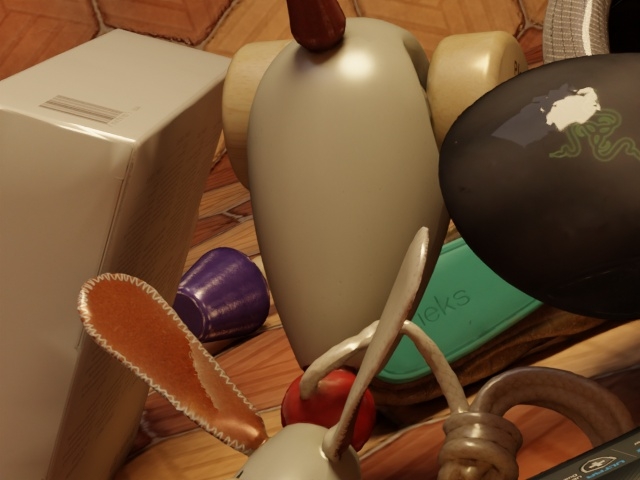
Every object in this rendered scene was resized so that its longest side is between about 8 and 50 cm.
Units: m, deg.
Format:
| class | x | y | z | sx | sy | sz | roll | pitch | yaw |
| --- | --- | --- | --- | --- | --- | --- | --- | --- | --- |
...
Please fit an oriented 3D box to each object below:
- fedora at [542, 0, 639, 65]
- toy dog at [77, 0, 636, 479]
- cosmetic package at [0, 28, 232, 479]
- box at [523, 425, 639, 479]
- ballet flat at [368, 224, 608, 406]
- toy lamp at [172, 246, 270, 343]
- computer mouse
| class | x | y | z | sx | sy | sz | roll | pitch | yaw |
| --- | --- | --- | --- | --- | --- | --- | --- | --- | --- |
| fedora | 0.219 | -0.038 | 0.981 | 0.244 | 0.275 | 0.124 | -54 | 0 | -38 |
| toy dog | 0.000 | 0.000 | 0.863 | 0.220 | 0.161 | 0.334 | -20 | 48 | 13 |
| cosmetic package | -0.149 | 0.037 | 1.089 | 0.097 | 0.284 | 0.377 | 15 | 12 | 2 |
| box | 0.175 | 0.102 | 0.712 | 0.220 | 0.051 | 0.175 | -22 | 9 | -14 |
| ballet flat | 0.150 | 0.016 | 1.177 | 0.342 | 0.116 | 0.124 | -27 | -9 | -15 |
| toy lamp | -0.027 | 0.017 | 1.582 | 0.080 | 0.080 | 0.274 | -12 | 12 | 43 |
| computer mouse | 0.183 | -0.037 | 0.836 | 0.272 | 0.188 | 0.072 | -3 | -28 | -27 |
